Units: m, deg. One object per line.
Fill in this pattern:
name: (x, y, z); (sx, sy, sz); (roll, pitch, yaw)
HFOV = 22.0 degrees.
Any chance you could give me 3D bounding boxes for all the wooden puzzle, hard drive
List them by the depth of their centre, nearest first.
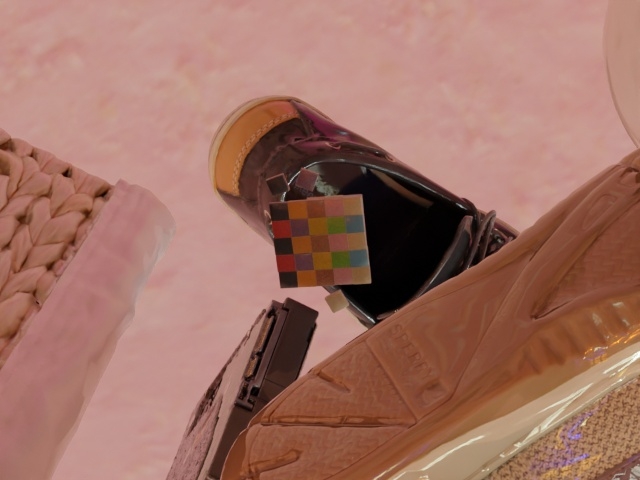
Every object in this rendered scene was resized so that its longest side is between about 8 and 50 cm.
wooden puzzle: (0.000, 0.000, 0.871); (0.006, 0.049, 0.083); (-77, 162, -67)
hard drive: (-0.108, 0.231, 1.821); (0.064, 0.339, 0.237); (24, 55, -7)

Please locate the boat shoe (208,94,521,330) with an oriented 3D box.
boat shoe: (0.099, 0.025, 1.703); (0.500, 0.156, 0.187); (35, 94, -32)

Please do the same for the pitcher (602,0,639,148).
pitcher: (0.235, -0.064, 0.991); (0.178, 0.125, 0.207); (-40, 116, -46)

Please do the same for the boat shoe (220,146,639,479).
boat shoe: (0.107, 0.040, 0.536); (0.285, 0.103, 0.092); (-31, 120, 0)

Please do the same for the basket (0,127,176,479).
basket: (-0.271, 0.108, 0.744); (0.266, 0.328, 0.331); (29, 23, -8)
